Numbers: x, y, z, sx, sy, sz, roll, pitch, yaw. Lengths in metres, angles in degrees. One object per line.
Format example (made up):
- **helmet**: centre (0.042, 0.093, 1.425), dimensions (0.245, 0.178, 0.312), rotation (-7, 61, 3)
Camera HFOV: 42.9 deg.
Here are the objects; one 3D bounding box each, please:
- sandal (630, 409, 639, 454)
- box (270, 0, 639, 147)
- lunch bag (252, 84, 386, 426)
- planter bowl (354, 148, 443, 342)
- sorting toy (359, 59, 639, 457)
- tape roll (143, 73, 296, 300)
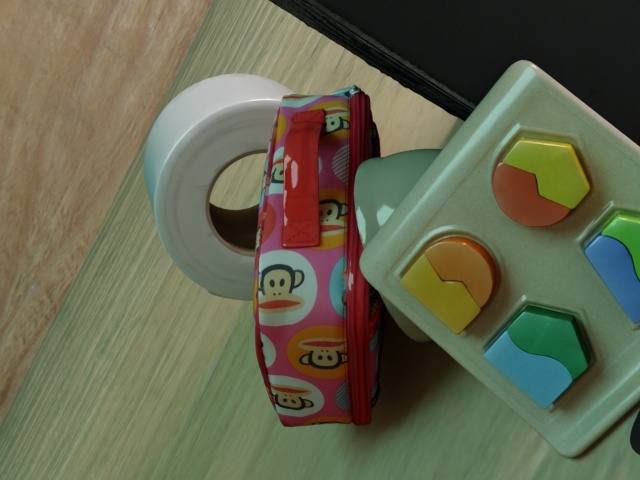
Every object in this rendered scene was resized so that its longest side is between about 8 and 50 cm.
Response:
- **sandal**: centre (0.206, 0.105, 0.425), dimensions (0.067, 0.040, 0.179), rotation (-59, 7, -6)
- **box**: centre (0.111, -0.214, 0.677), dimensions (0.182, 0.296, 0.294), rotation (-59, 26, 11)
- **lunch bag**: centre (0.000, 0.000, 0.761), dimensions (0.258, 0.120, 0.293), rotation (83, -172, -47)
- **planter bowl**: centre (0.112, -0.008, 0.671), dimensions (0.109, 0.162, 0.162), rotation (-19, 44, 22)
- **sorting toy**: centre (0.147, 0.016, 0.540), dimensions (0.193, 0.208, 0.038), rotation (-53, -15, 24)
- **tape roll**: centre (-0.087, -0.069, 0.993), dimensions (0.246, 0.246, 0.169), rotation (-60, 25, 10)
